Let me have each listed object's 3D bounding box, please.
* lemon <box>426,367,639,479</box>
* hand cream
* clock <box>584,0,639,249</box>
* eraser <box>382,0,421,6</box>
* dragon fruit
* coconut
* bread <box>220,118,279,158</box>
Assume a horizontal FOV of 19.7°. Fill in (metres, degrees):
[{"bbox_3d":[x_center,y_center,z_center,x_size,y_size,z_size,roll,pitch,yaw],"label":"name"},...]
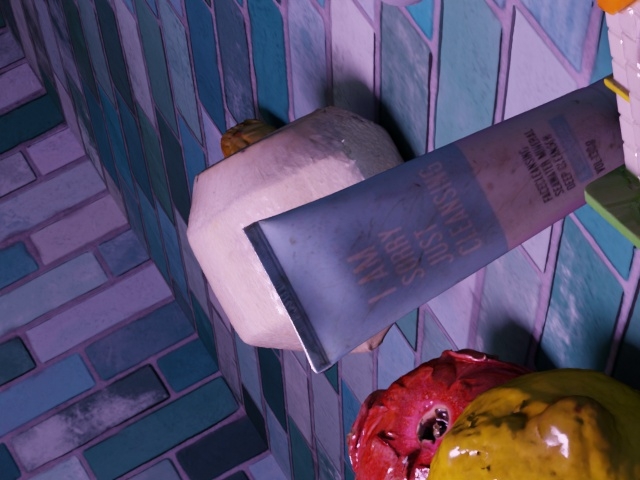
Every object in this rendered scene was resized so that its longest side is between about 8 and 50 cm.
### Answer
[{"bbox_3d":[0.208,0.239,1.574,0.245,0.245,0.320,51,157,40],"label":"lemon"},{"bbox_3d":[0.106,-0.031,1.259,0.111,0.312,0.070,62,166,-3],"label":"hand cream"},{"bbox_3d":[0.242,-0.087,1.083,0.220,0.106,0.255,48,160,47],"label":"clock"},{"bbox_3d":[0.070,-0.279,1.412,0.174,0.081,0.227,64,168,-4],"label":"eraser"},{"bbox_3d":[0.145,0.224,1.821,0.241,0.241,0.252,56,158,26],"label":"dragon fruit"},{"bbox_3d":[0.000,0.000,1.915,0.247,0.245,0.245,62,167,-4],"label":"coconut"},{"bbox_3d":[-0.035,-0.033,2.293,0.235,0.099,0.210,-129,18,-60],"label":"bread"}]
